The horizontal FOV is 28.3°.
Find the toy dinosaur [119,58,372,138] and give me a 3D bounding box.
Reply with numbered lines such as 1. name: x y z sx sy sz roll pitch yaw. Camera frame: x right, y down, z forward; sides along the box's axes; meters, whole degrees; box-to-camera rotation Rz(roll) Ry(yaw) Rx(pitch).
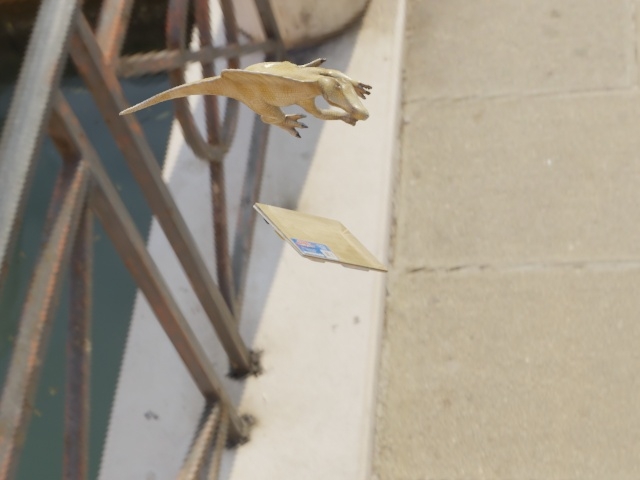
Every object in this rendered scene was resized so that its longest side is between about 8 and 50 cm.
1. toy dinosaur: -0.034 -0.098 0.811 0.183 0.092 0.053 4 88 35

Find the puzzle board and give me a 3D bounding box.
1. puzzle board: 0.000 0.000 1.320 0.096 0.128 0.011 46 114 39
